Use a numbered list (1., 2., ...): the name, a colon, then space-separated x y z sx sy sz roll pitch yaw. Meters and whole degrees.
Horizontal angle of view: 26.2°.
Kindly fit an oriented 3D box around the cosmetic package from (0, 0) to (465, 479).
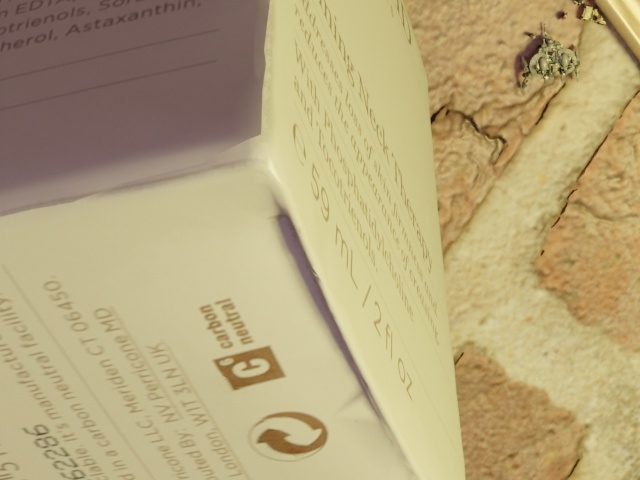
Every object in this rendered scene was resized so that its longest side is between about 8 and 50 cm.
1. cosmetic package: -0.122 -0.039 0.776 0.328 0.393 0.329 -13 136 13

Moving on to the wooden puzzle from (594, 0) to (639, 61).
1. wooden puzzle: 0.352 -0.242 0.972 0.348 0.080 0.322 -24 115 44

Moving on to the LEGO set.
1. LEGO set: 0.186 -0.149 1.068 0.054 0.023 0.083 21 102 -13
